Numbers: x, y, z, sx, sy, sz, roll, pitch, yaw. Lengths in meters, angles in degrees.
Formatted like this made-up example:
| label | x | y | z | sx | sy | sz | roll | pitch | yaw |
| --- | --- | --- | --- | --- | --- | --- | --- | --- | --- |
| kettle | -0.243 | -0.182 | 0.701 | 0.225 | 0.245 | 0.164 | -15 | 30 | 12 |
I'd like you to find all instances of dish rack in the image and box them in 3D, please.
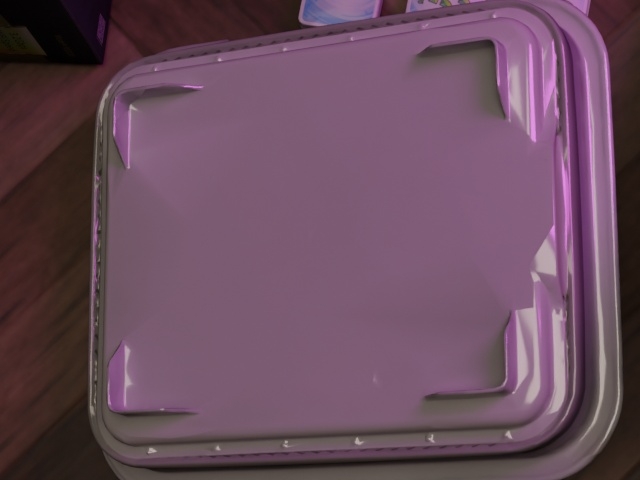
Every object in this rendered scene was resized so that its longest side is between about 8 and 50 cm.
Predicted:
| label | x | y | z | sx | sy | sz | roll | pitch | yaw |
| --- | --- | --- | --- | --- | --- | --- | --- | --- | --- |
| dish rack | 0.000 | 0.000 | 0.941 | 0.333 | 0.072 | 0.285 | -6 | 76 | 24 |

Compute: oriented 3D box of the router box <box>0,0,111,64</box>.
| label | x | y | z | sx | sy | sz | roll | pitch | yaw |
| --- | --- | --- | --- | --- | --- | --- | --- | --- | --- |
| router box | -0.272 | -0.196 | 0.943 | 0.243 | 0.309 | 0.081 | 3 | 75 | 8 |

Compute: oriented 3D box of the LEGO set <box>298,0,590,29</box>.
| label | x | y | z | sx | sy | sz | roll | pitch | yaw |
| --- | --- | --- | --- | --- | --- | --- | --- | --- | --- |
| LEGO set | 0.097 | -0.239 | 1.039 | 0.183 | 0.060 | 0.244 | 11 | 79 | 5 |
